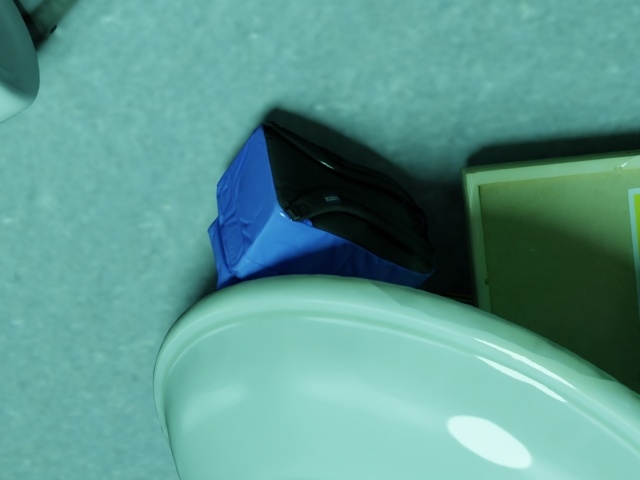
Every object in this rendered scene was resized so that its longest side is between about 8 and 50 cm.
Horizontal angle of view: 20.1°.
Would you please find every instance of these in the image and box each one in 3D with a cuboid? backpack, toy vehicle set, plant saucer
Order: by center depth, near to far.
[{"bbox_3d":[0.062,0.188,1.065,0.400,0.100,0.400,21,146,15],"label":"plant saucer"},{"bbox_3d":[0.000,0.000,1.068,0.120,0.098,0.101,19,129,-26],"label":"backpack"},{"bbox_3d":[0.223,0.026,1.074,0.266,0.035,0.166,-5,98,0],"label":"toy vehicle set"}]

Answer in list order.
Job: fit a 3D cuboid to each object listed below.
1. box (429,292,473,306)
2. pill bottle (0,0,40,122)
[{"bbox_3d":[0.131,0.071,1.133,0.169,0.054,0.059,1,121,-2],"label":"box"},{"bbox_3d":[-0.262,-0.083,1.005,0.186,0.112,0.112,-26,118,14],"label":"pill bottle"}]
